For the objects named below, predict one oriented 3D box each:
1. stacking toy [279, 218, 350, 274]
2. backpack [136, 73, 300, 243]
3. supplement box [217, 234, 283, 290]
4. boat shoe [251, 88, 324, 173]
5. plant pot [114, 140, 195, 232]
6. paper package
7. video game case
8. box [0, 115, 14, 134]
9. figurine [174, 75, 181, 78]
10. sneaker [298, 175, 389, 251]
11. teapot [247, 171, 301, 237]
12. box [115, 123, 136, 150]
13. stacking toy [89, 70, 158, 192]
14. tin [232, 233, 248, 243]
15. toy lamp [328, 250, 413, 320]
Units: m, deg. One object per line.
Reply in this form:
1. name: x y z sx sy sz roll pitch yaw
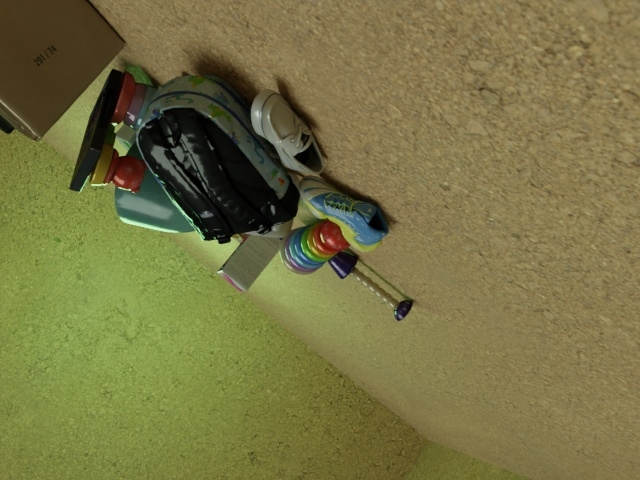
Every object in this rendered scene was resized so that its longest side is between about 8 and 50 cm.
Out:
1. stacking toy: 0.000 0.000 1.820 0.141 0.141 0.330 39 157 -9
2. backpack: -0.244 -0.191 1.485 0.290 0.273 0.355 -14 144 30
3. supplement box: -0.234 0.056 2.275 0.114 0.220 0.111 40 164 -11
4. boat shoe: -0.055 -0.218 1.371 0.084 0.095 0.258 24 171 27
5. plant pot: -0.433 -0.154 2.011 0.235 0.292 0.293 19 161 12
6. paper package: -0.690 -0.459 1.568 0.168 0.324 0.309 21 158 46
7. video game case: -0.609 -0.292 1.812 0.035 0.248 0.275 18 153 -25
8. box: -0.923 -0.509 1.989 0.073 0.293 0.295 33 164 19
9. figurine: -0.279 -0.286 1.650 0.210 0.092 0.215 29 160 -2
10. sneaker: 0.065 -0.079 1.538 0.240 0.091 0.126 40 146 -11
11. teapot: -0.177 -0.114 1.759 0.256 0.186 0.252 11 -176 0
12. box: -0.570 -0.327 2.112 0.087 0.102 0.101 26 163 39
13. stacking toy: -0.524 -0.296 1.835 0.131 0.308 0.279 18 -169 -24
14. tin: -0.329 -0.044 2.535 0.189 0.040 0.106 47 165 -34
15. toy lamp: 0.142 0.126 1.941 0.275 0.080 0.080 37 165 -6
